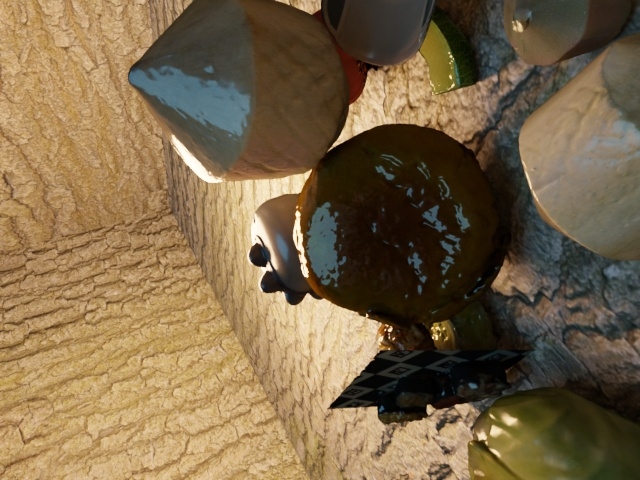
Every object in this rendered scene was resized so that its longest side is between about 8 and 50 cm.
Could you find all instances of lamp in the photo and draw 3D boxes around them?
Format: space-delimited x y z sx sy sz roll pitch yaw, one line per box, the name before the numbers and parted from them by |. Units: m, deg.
lamp | 0.034 -0.339 0.956 0.182 0.140 0.181 -4 -90 -73

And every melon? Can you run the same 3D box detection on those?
melon | 0.168 -0.308 0.811 0.209 0.064 0.118 60 152 18

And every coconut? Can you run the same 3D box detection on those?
coconut | 0.266 -0.259 0.574 0.116 0.122 0.116 44 144 44
coconut | 0.310 -0.085 0.524 0.202 0.202 0.222 63 148 18
coconut | -0.126 -0.233 0.781 0.329 0.329 0.328 43 143 45

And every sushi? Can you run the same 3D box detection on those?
sushi | 0.187 0.273 0.902 0.294 0.292 0.059 111 157 -53

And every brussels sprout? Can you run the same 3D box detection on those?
brussels sprout | 0.355 0.355 0.693 0.328 0.247 0.327 178 90 -69

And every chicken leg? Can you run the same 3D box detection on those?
chicken leg | 0.154 0.198 0.974 0.107 0.087 0.251 55 175 11

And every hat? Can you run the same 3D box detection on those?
hat | 0.124 -0.377 0.742 0.220 0.164 0.225 19 127 34

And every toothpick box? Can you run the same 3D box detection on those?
toothpick box | 0.000 0.000 1.060 0.229 0.317 0.229 44 144 43

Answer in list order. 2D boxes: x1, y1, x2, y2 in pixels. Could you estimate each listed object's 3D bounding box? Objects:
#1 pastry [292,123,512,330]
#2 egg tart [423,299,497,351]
pastry | 0.120 -0.019 0.839 0.356 0.164 0.355 5 106 19
egg tart | 0.242 0.159 0.960 0.197 0.078 0.197 44 145 43
